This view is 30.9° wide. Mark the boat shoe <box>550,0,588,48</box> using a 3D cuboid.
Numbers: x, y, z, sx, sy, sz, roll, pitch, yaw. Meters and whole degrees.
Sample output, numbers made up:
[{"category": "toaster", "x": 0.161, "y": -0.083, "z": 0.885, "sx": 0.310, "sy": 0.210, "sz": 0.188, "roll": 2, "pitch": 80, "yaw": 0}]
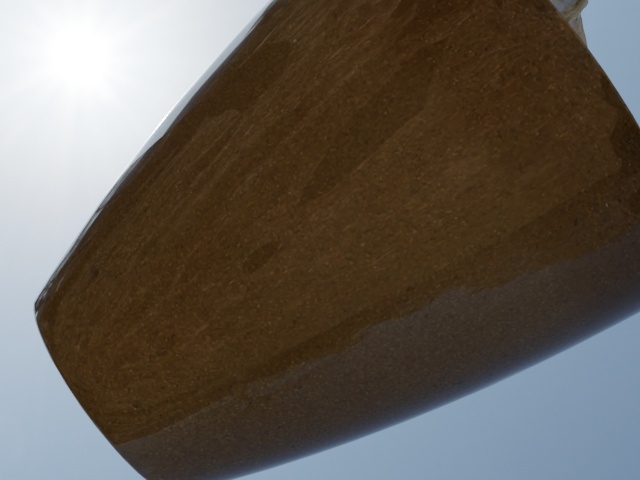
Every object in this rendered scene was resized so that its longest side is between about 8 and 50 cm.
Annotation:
[{"category": "boat shoe", "x": 0.148, "y": -0.183, "z": 0.828, "sx": 0.096, "sy": 0.277, "sz": 0.098, "roll": 9, "pitch": -128, "yaw": 47}]

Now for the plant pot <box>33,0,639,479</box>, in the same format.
[{"category": "plant pot", "x": 0.000, "y": 0.000, "z": 0.559, "sx": 0.254, "sy": 0.237, "sz": 0.237, "roll": -36, "pitch": -136, "yaw": 1}]
